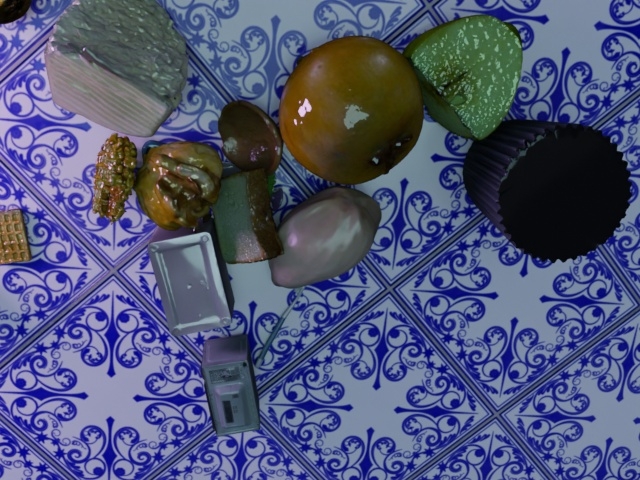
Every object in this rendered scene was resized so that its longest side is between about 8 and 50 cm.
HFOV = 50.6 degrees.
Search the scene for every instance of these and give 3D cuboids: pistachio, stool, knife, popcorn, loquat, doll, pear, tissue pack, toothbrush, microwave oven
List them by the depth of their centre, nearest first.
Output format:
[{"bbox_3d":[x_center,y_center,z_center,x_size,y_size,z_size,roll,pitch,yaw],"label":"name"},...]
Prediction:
[{"bbox_3d":[0.056,-0.300,1.499,0.328,0.328,0.359,-40,63,6],"label":"loquat"},{"bbox_3d":[-0.314,-0.131,1.538,0.190,0.254,0.191,-41,119,-31],"label":"popcorn"},{"bbox_3d":[0.493,-0.136,1.560,0.297,0.330,0.297,-1,105,-5],"label":"stool"},{"bbox_3d":[0.337,-0.404,1.560,0.293,0.159,0.292,-3,108,-8],"label":"pear"},{"bbox_3d":[0.000,0.000,1.631,0.332,0.207,0.226,-38,143,18],"label":"pistachio"},{"bbox_3d":[-0.308,-0.187,1.632,0.244,0.032,0.058,15,104,-14],"label":"knife"},{"bbox_3d":[-0.311,0.087,1.650,0.160,0.136,0.246,-11,106,-2],"label":"tissue pack"},{"bbox_3d":[-0.151,-0.092,1.660,0.115,0.050,0.190,15,100,-2],"label":"doll"},{"bbox_3d":[-0.229,0.368,1.727,0.123,0.162,0.208,-9,111,-2],"label":"microwave oven"},{"bbox_3d":[-0.108,0.216,1.766,0.025,0.019,0.275,28,101,-7],"label":"toothbrush"}]

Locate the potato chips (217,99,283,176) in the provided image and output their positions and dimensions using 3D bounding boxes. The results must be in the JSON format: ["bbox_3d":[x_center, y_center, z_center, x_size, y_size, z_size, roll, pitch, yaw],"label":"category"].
[{"bbox_3d":[-0.153,-0.236,1.567,0.062,0.208,0.195,-36,84,-35],"label":"potato chips"}]

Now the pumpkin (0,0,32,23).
[{"bbox_3d":[-0.773,-0.535,1.426,0.317,0.139,0.221,-1,104,-6],"label":"pumpkin"}]

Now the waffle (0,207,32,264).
[{"bbox_3d":[-0.756,-0.009,1.639,0.092,0.021,0.135,-7,107,-3],"label":"waffle"}]

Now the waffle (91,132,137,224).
[{"bbox_3d":[-0.470,-0.142,1.541,0.070,0.197,0.193,11,118,-29],"label":"waffle"}]

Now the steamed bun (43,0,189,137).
[{"bbox_3d":[-0.423,-0.392,1.466,0.290,0.273,0.272,30,58,-15],"label":"steamed bun"}]

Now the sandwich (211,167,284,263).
[{"bbox_3d":[-0.178,-0.054,1.587,0.065,0.186,0.214,-15,96,-43],"label":"sandwich"}]
